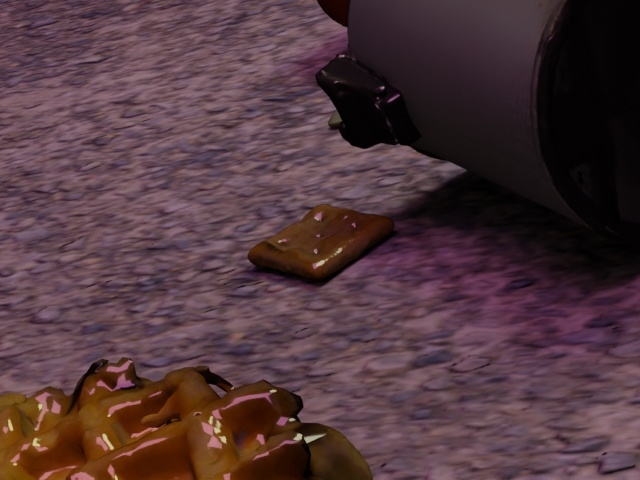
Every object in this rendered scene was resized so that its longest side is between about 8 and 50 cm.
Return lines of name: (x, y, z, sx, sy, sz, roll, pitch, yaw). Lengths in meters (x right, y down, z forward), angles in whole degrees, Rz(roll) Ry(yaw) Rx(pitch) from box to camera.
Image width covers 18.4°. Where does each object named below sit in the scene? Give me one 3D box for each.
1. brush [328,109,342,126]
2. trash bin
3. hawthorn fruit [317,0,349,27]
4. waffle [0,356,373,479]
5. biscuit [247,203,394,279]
brush: (0.085, -0.114, 1.591, 0.178, 0.030, 0.033, -3, 38, 30)
trash bin: (0.170, -0.131, 1.335, 0.277, 0.217, 0.262, -36, 28, -12)
hawthorn fruit: (0.106, -0.247, 1.677, 0.165, 0.165, 0.285, -33, 23, -29)
waffle: (-0.176, 0.200, 1.035, 0.379, 0.095, 0.382, 5, 36, 43)
biscuit: (0.000, 0.000, 1.420, 0.081, 0.018, 0.083, -33, 28, -30)
